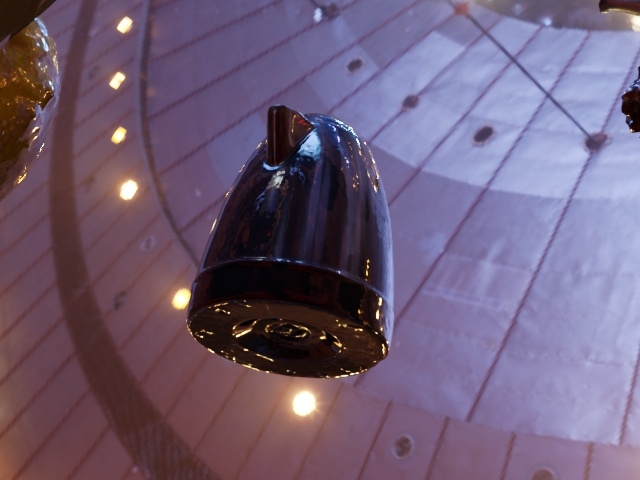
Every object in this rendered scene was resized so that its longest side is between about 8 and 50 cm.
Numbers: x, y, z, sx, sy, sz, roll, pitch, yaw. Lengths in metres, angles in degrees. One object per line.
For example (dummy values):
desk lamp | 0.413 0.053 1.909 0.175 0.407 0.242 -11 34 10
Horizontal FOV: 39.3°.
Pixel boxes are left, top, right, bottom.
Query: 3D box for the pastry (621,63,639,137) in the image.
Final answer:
pastry | 0.370 -0.137 0.771 0.193 0.275 0.274 19 -103 26

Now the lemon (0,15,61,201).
lemon | -0.382 -0.130 0.795 0.316 0.285 0.285 7 -110 36

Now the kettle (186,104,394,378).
kettle | 0.002 -0.008 0.955 0.207 0.251 0.271 -32 -137 51

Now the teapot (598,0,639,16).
teapot | 0.435 -0.330 1.034 0.232 0.159 0.159 -44 -139 -9

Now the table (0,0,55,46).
table | -0.208 -0.228 0.338 0.317 0.249 0.317 -47 178 -2
